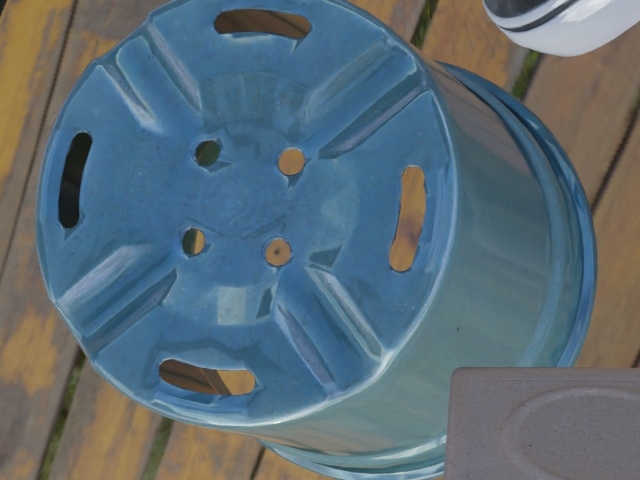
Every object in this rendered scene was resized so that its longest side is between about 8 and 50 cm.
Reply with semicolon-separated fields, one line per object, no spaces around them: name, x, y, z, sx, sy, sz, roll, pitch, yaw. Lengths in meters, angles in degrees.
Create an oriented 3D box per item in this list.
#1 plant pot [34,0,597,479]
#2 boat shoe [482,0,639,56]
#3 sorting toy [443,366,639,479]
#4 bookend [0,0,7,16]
plant pot;0.000;0.000;0.853;0.341;0.334;0.341;-2;83;16
boat shoe;0.125;-0.213;0.478;0.119;0.121;0.335;6;137;-23
sorting toy;0.137;0.097;0.423;0.192;0.208;0.038;0;111;8
bookend;-0.356;-0.235;1.110;0.157;0.072;0.156;40;126;7
